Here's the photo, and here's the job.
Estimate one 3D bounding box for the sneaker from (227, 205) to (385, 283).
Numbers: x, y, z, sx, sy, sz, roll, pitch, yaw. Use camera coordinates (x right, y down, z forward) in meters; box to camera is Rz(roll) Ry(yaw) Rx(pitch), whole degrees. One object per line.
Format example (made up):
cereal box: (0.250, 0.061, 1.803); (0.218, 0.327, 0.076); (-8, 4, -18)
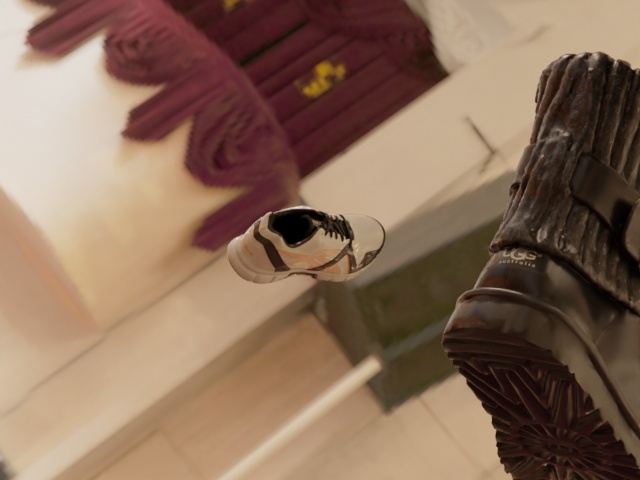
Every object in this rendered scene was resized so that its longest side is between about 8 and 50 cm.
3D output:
sneaker: (0.000, 0.000, 0.840); (0.044, 0.109, 0.040); (-48, -118, 43)

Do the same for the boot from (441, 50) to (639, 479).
boot: (0.227, 0.048, 1.133); (0.131, 0.260, 0.348); (8, -32, 29)
